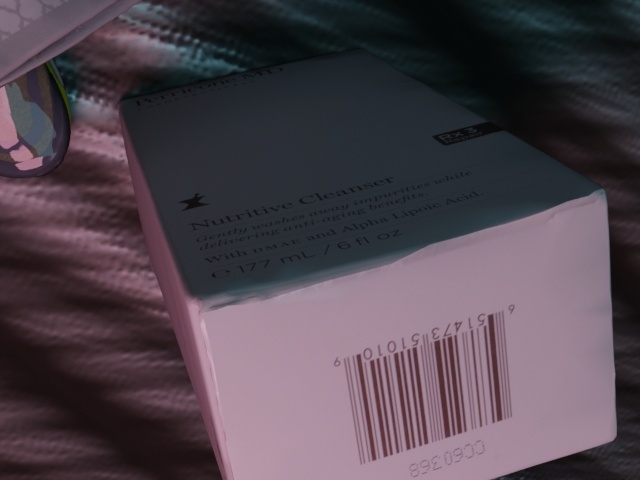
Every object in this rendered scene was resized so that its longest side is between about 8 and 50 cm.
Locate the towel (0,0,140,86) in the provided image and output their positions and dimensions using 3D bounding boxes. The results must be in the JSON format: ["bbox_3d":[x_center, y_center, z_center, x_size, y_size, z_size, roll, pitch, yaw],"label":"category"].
[{"bbox_3d":[-0.211,-0.259,0.577,0.332,0.053,0.317,-44,122,-33],"label":"towel"}]

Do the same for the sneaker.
[{"bbox_3d":[-0.272,-0.155,0.651,0.111,0.121,0.300,-36,117,0],"label":"sneaker"}]

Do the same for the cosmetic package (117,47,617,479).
[{"bbox_3d":[0.000,0.000,0.649,0.217,0.385,0.156,-15,116,-13],"label":"cosmetic package"}]
